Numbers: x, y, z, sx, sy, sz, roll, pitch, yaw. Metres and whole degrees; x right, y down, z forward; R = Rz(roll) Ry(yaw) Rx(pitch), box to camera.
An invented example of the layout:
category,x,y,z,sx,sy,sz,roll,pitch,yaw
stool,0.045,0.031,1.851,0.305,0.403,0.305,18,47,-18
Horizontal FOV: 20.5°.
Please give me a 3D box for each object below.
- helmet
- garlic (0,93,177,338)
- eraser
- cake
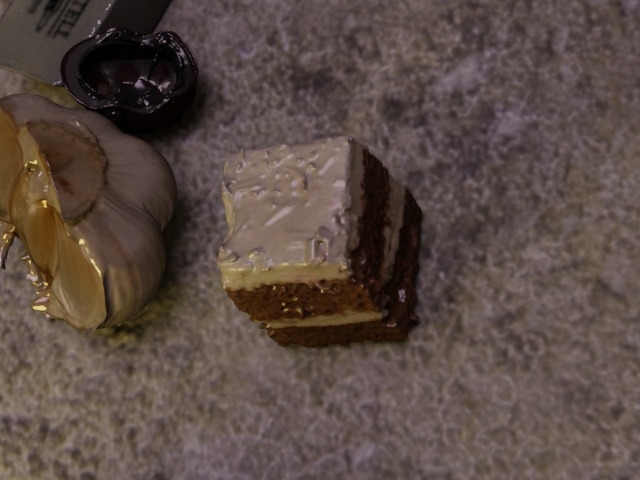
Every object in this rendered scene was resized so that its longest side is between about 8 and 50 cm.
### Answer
category,x,y,z,sx,sy,sz,roll,pitch,yaw
helmet,-0.171,-0.139,1.612,0.123,0.070,0.098,-3,56,-1
garlic,-0.206,-0.033,1.547,0.143,0.178,0.229,-29,70,-32
eraser,-0.186,-0.287,1.704,0.111,0.077,0.352,20,72,31
cake,0.000,0.000,1.429,0.135,0.147,0.135,-5,60,19
